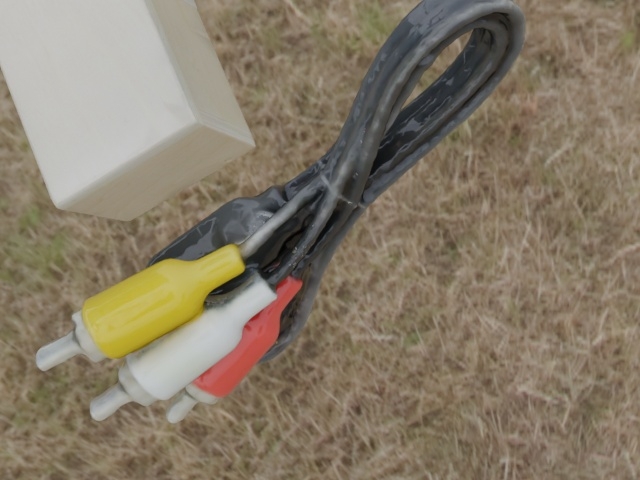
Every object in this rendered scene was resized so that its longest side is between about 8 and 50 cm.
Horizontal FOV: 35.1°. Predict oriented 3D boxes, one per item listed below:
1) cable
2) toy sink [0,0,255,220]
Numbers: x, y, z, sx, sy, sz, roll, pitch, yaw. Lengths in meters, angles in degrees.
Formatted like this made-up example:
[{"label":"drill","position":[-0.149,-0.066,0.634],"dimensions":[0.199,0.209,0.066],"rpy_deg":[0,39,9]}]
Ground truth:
[{"label":"cable","position":[0.000,0.000,0.507],"dimensions":[0.287,0.139,0.072],"rpy_deg":[-36,52,17]},{"label":"toy sink","position":[-0.184,-0.158,0.912],"dimensions":[0.152,0.131,0.234],"rpy_deg":[-29,76,16]}]
